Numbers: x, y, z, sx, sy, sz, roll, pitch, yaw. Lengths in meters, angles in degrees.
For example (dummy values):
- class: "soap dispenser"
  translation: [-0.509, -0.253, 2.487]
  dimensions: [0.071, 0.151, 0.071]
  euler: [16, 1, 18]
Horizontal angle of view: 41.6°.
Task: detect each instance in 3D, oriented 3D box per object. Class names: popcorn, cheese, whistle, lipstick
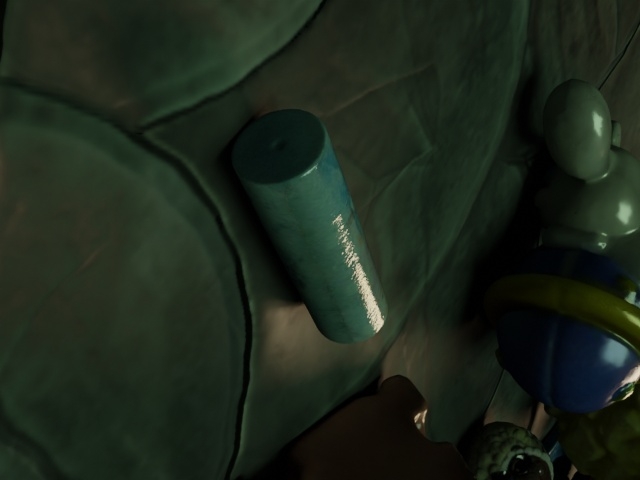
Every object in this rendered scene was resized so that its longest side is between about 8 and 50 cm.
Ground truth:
- class: "popcorn"
  translation: [0.408, 0.202, 1.033]
  dimensions: [0.293, 0.237, 0.292]
  euler: [-32, 133, -42]
- class: "cheese"
  translation: [0.010, 0.201, 0.566]
  dimensions: [0.177, 0.203, 0.128]
  euler: [-2, 123, -22]
- class: "whistle"
  translation: [0.371, 0.292, 1.195]
  dimensions: [0.158, 0.090, 0.090]
  euler: [-37, 141, -37]
- class: "lipstick"
  translation: [0.000, 0.000, 0.447]
  dimensions: [0.048, 0.048, 0.158]
  euler: [-51, 148, -19]

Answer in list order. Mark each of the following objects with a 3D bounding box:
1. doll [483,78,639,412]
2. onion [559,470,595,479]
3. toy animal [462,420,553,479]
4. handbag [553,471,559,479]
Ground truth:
- class: "doll"
  translation: [0.236, 0.013, 0.706]
  dimensions: [0.242, 0.160, 0.311]
  euler: [-52, 144, -15]
- class: "onion"
  translation: [0.471, 0.481, 1.320]
  dimensions: [0.314, 0.232, 0.313]
  euler: [-31, 125, -59]
- class: "toy animal"
  translation: [0.206, 0.243, 0.899]
  dimensions: [0.137, 0.098, 0.098]
  euler: [11, 103, -59]
- class: "handbag"
  translation: [0.320, 0.400, 1.231]
  dimensions: [0.139, 0.072, 0.115]
  euler: [-57, 153, -36]
